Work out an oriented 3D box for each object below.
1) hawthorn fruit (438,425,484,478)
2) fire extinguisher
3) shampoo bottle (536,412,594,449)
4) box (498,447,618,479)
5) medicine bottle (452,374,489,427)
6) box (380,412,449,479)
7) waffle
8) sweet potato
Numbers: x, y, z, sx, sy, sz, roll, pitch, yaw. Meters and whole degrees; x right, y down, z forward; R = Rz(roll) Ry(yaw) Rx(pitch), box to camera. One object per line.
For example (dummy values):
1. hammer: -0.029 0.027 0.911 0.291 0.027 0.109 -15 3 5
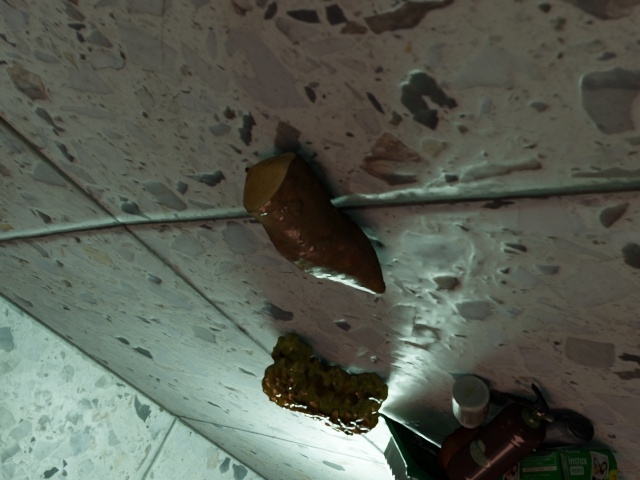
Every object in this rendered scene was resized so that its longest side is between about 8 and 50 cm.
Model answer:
1. hawthorn fruit: 0.385 0.550 1.673 0.194 0.157 0.157 47 161 26
2. fire extinguisher: 0.384 0.418 1.463 0.138 0.102 0.344 26 128 -4
3. shampoo bottle: 0.496 0.423 1.499 0.087 0.049 0.234 28 152 -5
4. box: 0.514 0.521 1.532 0.180 0.103 0.250 9 156 -28
5. medicine bottle: 0.329 0.358 1.499 0.079 0.079 0.140 15 149 21
6. box: 0.269 0.615 1.793 0.264 0.106 0.337 34 -177 -11
7. waffle: 0.006 0.379 1.743 0.324 0.151 0.261 28 149 1
8. sweet potato: 0.001 0.001 1.133 0.131 0.131 0.337 -3 139 43
